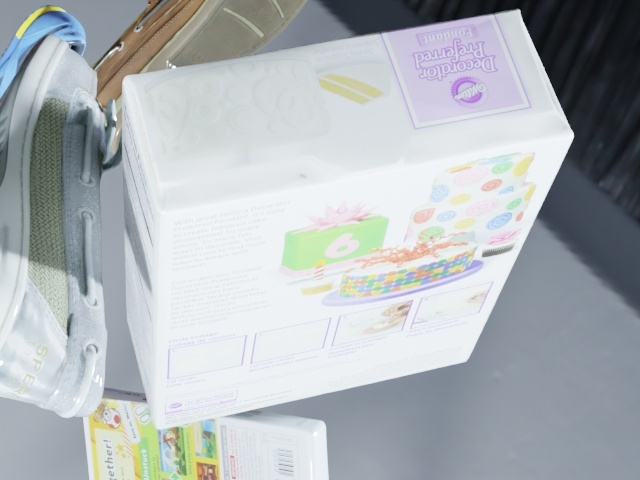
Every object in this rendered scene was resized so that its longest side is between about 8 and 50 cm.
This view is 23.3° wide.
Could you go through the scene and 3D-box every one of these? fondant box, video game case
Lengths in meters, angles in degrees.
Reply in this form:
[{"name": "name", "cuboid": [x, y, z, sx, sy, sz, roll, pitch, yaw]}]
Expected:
[{"name": "fondant box", "cuboid": [0.000, 0.000, 0.995, 0.238, 0.330, 0.096, -11, 66, -12]}, {"name": "video game case", "cuboid": [-0.084, 0.231, 1.183, 0.206, 0.227, 0.026, 5, 18, 28]}]

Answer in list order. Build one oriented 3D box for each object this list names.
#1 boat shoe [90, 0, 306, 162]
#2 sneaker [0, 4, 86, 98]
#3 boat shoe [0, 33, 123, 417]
[{"name": "boat shoe", "cuboid": [-0.124, -0.218, 1.520, 0.307, 0.111, 0.104, -45, 57, -5]}, {"name": "sneaker", "cuboid": [-0.319, -0.151, 1.661, 0.069, 0.209, 0.082, 21, 21, -42]}, {"name": "boat shoe", "cuboid": [-0.173, -0.016, 0.960, 0.103, 0.118, 0.320, 28, 27, -21]}]
